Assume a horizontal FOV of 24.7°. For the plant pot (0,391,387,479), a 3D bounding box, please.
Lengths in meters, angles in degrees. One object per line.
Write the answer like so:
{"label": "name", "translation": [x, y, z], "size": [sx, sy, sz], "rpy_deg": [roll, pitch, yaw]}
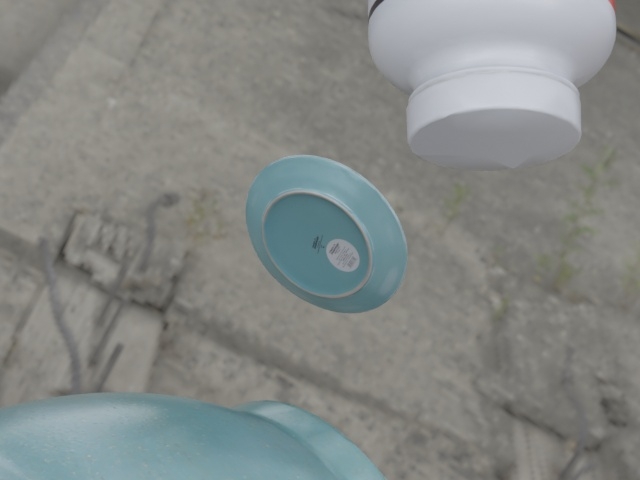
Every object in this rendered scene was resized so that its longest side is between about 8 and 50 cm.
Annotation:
{"label": "plant pot", "translation": [-0.066, 0.190, 0.674], "size": [0.196, 0.293, 0.293], "rpy_deg": [-25, 54, -37]}

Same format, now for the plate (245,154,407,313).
{"label": "plate", "translation": [0.000, 0.000, 1.498], "size": [0.188, 0.188, 0.024], "rpy_deg": [33, 41, 9]}

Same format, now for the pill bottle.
{"label": "pill bottle", "translation": [0.125, -0.224, 1.089], "size": [0.181, 0.181, 0.323], "rpy_deg": [14, 68, -38]}
